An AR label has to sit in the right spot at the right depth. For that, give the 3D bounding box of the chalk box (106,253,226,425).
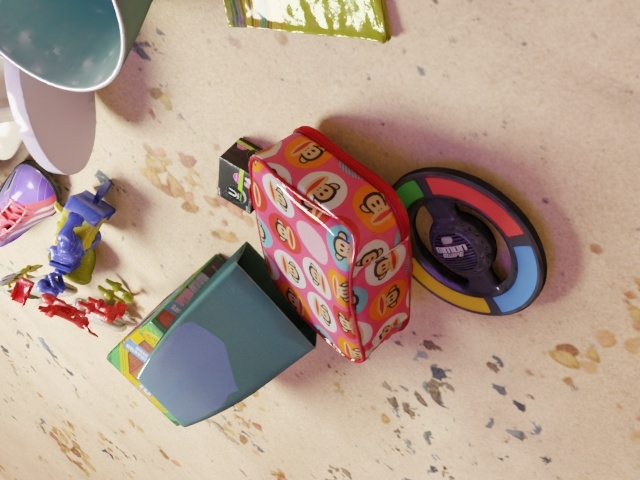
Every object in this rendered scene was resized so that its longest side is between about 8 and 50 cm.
[{"bbox_3d":[-0.193,0.160,1.732,0.180,0.179,0.289,46,145,-5],"label":"chalk box"}]

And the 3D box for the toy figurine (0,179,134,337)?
[{"bbox_3d":[-0.385,0.001,1.802,0.191,0.217,0.362,26,-172,0],"label":"toy figurine"}]

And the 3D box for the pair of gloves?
[{"bbox_3d":[-0.487,0.123,2.014,0.204,0.042,0.240,1,157,44],"label":"pair of gloves"}]

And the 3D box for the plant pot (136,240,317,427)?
[{"bbox_3d":[-0.146,0.150,1.546,0.165,0.234,0.165,48,-172,-7],"label":"plant pot"}]

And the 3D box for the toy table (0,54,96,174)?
[{"bbox_3d":[-0.450,-0.226,1.551,0.161,0.252,0.274,6,122,18],"label":"toy table"}]

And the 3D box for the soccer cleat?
[{"bbox_3d":[-0.571,-0.051,1.929,0.108,0.116,0.318,50,145,-10],"label":"soccer cleat"}]

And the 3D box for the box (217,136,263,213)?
[{"bbox_3d":[-0.107,-0.092,1.494,0.062,0.052,0.083,30,144,16],"label":"box"}]

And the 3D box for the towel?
[{"bbox_3d":[-0.027,-0.288,1.239,0.237,0.021,0.102,14,137,34],"label":"towel"}]

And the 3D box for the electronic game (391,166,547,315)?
[{"bbox_3d":[0.178,0.005,1.323,0.229,0.048,0.229,27,142,23],"label":"electronic game"}]

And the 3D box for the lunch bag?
[{"bbox_3d":[0.000,0.000,1.401,0.258,0.120,0.293,39,152,31],"label":"lunch bag"}]

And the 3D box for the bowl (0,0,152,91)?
[{"bbox_3d":[-0.323,-0.358,1.318,0.311,0.163,0.311,25,143,20],"label":"bowl"}]
